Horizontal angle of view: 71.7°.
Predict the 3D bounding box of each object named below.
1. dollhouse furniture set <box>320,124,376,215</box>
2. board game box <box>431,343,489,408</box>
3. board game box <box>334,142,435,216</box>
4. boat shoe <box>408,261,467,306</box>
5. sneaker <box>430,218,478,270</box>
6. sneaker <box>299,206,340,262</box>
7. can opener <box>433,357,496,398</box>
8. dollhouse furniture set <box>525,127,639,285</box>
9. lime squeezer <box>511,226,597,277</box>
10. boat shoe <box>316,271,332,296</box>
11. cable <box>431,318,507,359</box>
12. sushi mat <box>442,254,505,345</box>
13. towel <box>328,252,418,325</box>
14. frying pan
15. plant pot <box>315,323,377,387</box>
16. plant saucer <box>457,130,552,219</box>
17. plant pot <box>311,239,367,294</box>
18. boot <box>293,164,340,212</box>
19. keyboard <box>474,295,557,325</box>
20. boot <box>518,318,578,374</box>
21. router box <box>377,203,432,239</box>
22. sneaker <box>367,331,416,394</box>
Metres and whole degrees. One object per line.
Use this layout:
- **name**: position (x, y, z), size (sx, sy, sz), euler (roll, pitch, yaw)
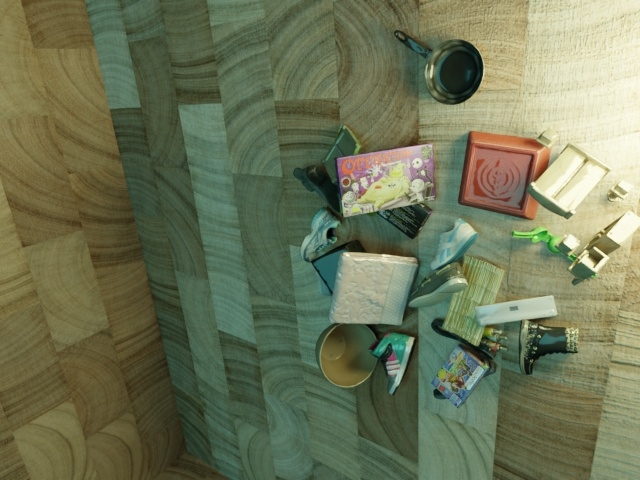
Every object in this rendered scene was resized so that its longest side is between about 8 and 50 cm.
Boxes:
- **dollhouse furniture set**: position (0.147, -0.276, 1.729), size (0.197, 0.151, 0.301), euler (-55, 43, 33)
- **board game box**: position (0.529, 0.517, 1.689), size (0.136, 0.035, 0.201), euler (41, 115, 34)
- **board game box**: position (0.229, -0.212, 1.546), size (0.056, 0.347, 0.208), euler (-134, 34, -73)
- **boat shoe**: position (0.434, 0.176, 1.677), size (0.305, 0.109, 0.091), euler (133, 138, -54)
- **sneaker**: position (0.469, 0.021, 1.603), size (0.092, 0.087, 0.228), euler (56, 132, 27)
- **sneaker**: position (0.000, 0.000, 1.939), size (0.122, 0.110, 0.283), euler (34, 127, 18)
- **can opener**: position (0.563, 0.549, 1.741), size (0.074, 0.093, 0.280), euler (29, 129, -20)
- **dollhouse furniture set**: position (0.687, -0.092, 1.286), size (0.355, 0.303, 0.174), euler (43, 167, 18)
- **lime squeezer**: position (0.724, 0.011, 1.384), size (0.310, 0.110, 0.058), euler (26, 110, -9)
- **boat shoe**: position (0.034, 0.165, 1.990), size (0.081, 0.079, 0.227), euler (16, 136, 22)
- **cable**: position (0.570, 0.369, 1.701), size (0.287, 0.072, 0.139), euler (10, 132, 48)
- **sushi mat**: position (0.552, 0.218, 1.612), size (0.151, 0.019, 0.316), euler (28, 115, 39)
- **towel**: position (0.206, 0.204, 1.773), size (0.317, 0.053, 0.331), euler (5, 119, -8)
- **frying pan**: position (0.375, -0.557, 1.442), size (0.326, 0.053, 0.197), euler (25, 123, 30)
- **plant pot**: position (0.091, 0.491, 1.997), size (0.191, 0.284, 0.284), euler (0, 111, 67)
- **plant saucer**: position (0.580, -0.207, 1.433), size (0.259, 0.048, 0.258), euler (18, 119, 33)
- **plant pot**: position (0.107, 0.101, 1.856), size (0.167, 0.188, 0.187), euler (-38, 84, 32)
- **boot**: position (0.001, -0.221, 1.864), size (0.246, 0.083, 0.161), euler (48, 164, -20)
- **keyboard**: position (0.670, 0.244, 1.531), size (0.256, 0.014, 0.072), euler (-14, 95, 23)
- **boot**: position (0.772, 0.377, 1.505), size (0.179, 0.085, 0.236), euler (1, 121, 27)
- **router box**: position (0.316, -0.109, 1.682), size (0.179, 0.046, 0.133), euler (39, 128, 19)
- **sneaker**: position (0.287, 0.515, 1.910), size (0.178, 0.124, 0.295), euler (21, 113, 20)
